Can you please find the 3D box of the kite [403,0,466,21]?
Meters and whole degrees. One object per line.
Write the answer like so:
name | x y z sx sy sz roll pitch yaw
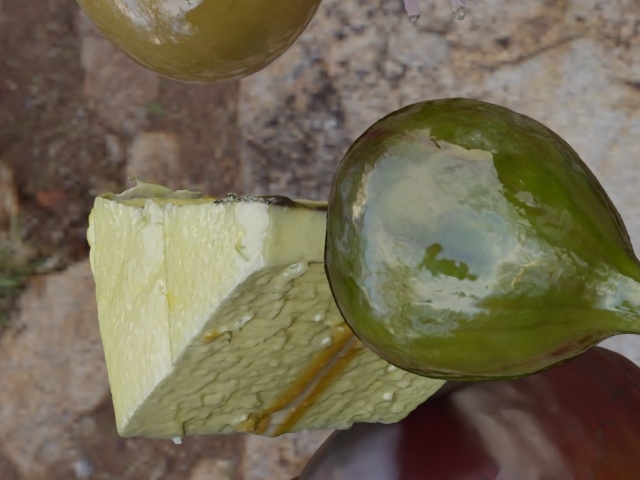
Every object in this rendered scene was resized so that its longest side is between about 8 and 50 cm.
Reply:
kite | 0.067 -0.221 0.850 0.127 0.016 0.229 -14 69 17

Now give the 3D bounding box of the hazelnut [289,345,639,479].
hazelnut | 0.163 0.262 1.401 0.402 0.429 0.402 -1 86 21

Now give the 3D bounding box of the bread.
bread | 0.000 0.000 1.146 0.236 0.263 0.198 -44 54 46

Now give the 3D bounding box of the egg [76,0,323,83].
egg | -0.105 -0.275 1.405 0.250 0.250 0.322 -43 42 39

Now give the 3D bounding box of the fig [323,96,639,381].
fig | 0.103 0.019 0.673 0.236 0.124 0.124 25 108 41
